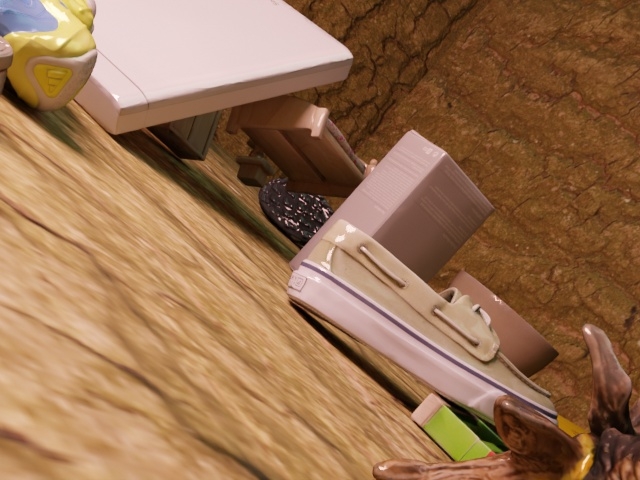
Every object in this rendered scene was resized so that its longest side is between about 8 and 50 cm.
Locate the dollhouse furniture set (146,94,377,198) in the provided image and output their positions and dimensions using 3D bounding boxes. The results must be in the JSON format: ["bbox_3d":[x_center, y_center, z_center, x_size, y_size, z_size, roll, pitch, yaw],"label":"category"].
[{"bbox_3d":[-0.052,-0.201,1.045,0.355,0.174,0.303,8,-17,25],"label":"dollhouse furniture set"}]

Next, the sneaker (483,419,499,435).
[{"bbox_3d":[0.245,0.233,1.229,0.132,0.086,0.228,36,-7,-14],"label":"sneaker"}]

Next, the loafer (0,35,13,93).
[{"bbox_3d":[-0.212,-0.111,0.439,0.045,0.039,0.125,-8,36,-42],"label":"loafer"}]

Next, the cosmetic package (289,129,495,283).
[{"bbox_3d":[0.090,-0.005,0.994,0.127,0.238,0.107,44,3,-35],"label":"cosmetic package"}]

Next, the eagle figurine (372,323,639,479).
[{"bbox_3d":[0.189,0.150,0.294,0.225,0.226,0.298,62,-9,-15],"label":"eagle figurine"}]

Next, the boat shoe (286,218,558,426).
[{"bbox_3d":[0.114,0.090,0.740,0.302,0.094,0.109,33,-4,-12],"label":"boat shoe"}]

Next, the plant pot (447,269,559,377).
[{"bbox_3d":[0.361,0.229,1.754,0.284,0.191,0.284,42,3,-2],"label":"plant pot"}]

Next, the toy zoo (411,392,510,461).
[{"bbox_3d":[0.216,0.255,0.689,0.293,0.030,0.192,42,2,28],"label":"toy zoo"}]

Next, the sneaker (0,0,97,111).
[{"bbox_3d":[-0.243,-0.187,0.603,0.126,0.091,0.240,39,4,-34],"label":"sneaker"}]

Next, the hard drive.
[{"bbox_3d":[-0.157,-0.238,0.921,0.233,0.047,0.353,42,41,23],"label":"hard drive"}]

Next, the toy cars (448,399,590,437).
[{"bbox_3d":[0.239,0.229,0.999,0.176,0.087,0.393,27,5,-31],"label":"toy cars"}]

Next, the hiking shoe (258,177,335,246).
[{"bbox_3d":[0.000,0.000,1.517,0.304,0.113,0.132,36,-29,6],"label":"hiking shoe"}]
